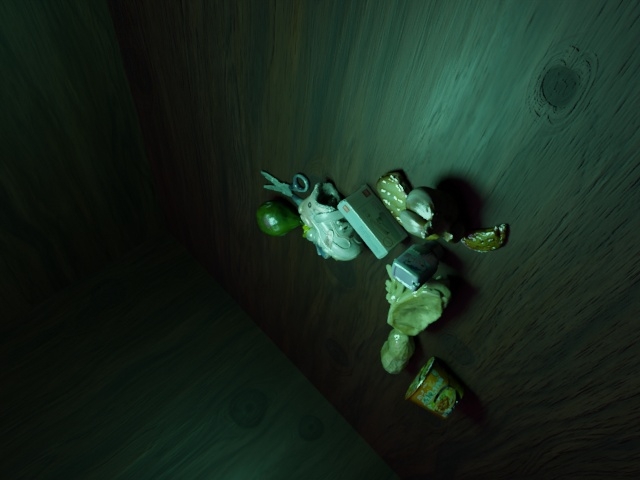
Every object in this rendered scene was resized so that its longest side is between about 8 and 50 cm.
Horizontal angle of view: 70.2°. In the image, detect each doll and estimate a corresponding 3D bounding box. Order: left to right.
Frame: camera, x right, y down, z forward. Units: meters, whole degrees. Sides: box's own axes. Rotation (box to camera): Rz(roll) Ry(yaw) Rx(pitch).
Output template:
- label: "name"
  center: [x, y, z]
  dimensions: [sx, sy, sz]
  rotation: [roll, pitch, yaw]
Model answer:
- label: "doll"
  center: [0.001, -0.001, 2.162]
  dimensions: [0.241, 0.098, 0.135]
  rotation: [46, 173, 16]

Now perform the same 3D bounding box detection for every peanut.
- label: "peanut"
  center: [0.364, 0.519, 2.149]
  dimensions: [0.149, 0.149, 0.313]
  rotation: [40, 149, 23]

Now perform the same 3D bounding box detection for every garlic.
- label: "garlic"
  center: [0.370, -0.087, 1.463]
  dimensions: [0.191, 0.213, 0.160]
  rotation: [55, 133, 53]

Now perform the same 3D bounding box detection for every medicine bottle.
- label: "medicine bottle"
  center: [0.355, 0.081, 1.623]
  dimensions: [0.119, 0.188, 0.094]
  rotation: [36, 147, 30]

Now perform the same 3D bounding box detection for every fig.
- label: "fig"
  center: [-0.193, -0.114, 2.270]
  dimensions: [0.244, 0.195, 0.196]
  rotation: [-2, 126, 17]

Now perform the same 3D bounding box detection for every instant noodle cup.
- label: "instant noodle cup"
  center: [0.510, 0.662, 2.011]
  dimensions: [0.182, 0.230, 0.230]
  rotation: [36, 148, 13]

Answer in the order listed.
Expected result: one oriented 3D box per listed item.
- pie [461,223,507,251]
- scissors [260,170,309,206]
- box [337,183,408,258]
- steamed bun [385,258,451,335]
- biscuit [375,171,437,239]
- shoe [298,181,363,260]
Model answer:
- label: "pie"
  center: [0.522, -0.001, 1.451]
  dimensions: [0.088, 0.033, 0.191]
  rotation: [56, 152, -13]
- label: "scissors"
  center: [-0.169, -0.246, 2.216]
  dimensions: [0.383, 0.029, 0.256]
  rotation: [25, 142, 40]
- label: "box"
  center: [0.198, -0.074, 1.746]
  dimensions: [0.269, 0.135, 0.079]
  rotation: [52, 152, 4]
- label: "steamed bun"
  center: [0.359, 0.214, 1.812]
  dimensions: [0.247, 0.189, 0.428]
  rotation: [16, 148, 4]
- label: "biscuit"
  center: [0.311, -0.114, 1.628]
  dimensions: [0.299, 0.045, 0.154]
  rotation: [52, 150, 2]
- label: "shoe"
  center: [0.054, -0.080, 1.918]
  dimensions: [0.351, 0.171, 0.198]
  rotation: [46, 148, 11]
